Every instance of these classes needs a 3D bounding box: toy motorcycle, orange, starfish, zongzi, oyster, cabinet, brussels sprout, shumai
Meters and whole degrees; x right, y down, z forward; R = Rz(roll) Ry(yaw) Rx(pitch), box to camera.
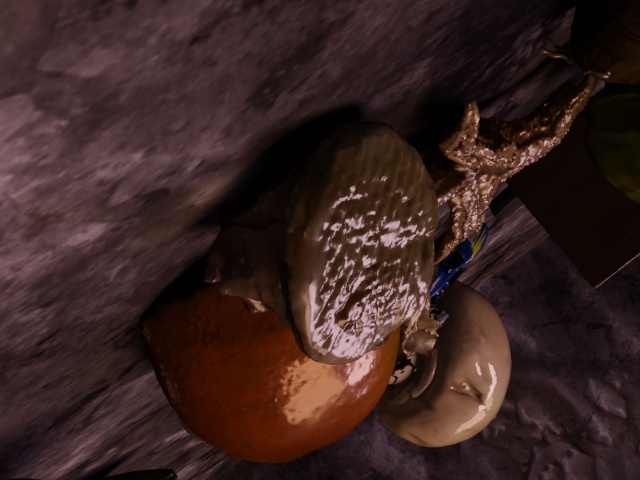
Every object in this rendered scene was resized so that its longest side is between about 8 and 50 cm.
[{"bbox_3d":[0.167,0.078,1.682,0.315,0.113,0.169,-40,163,-33],"label":"toy motorcycle"},{"bbox_3d":[-0.047,0.091,1.006,0.274,0.274,0.310,-30,141,-29],"label":"orange"},{"bbox_3d":[0.116,-0.059,1.018,0.293,0.084,0.301,-16,156,-52],"label":"starfish"},{"bbox_3d":[0.319,-0.240,0.848,0.241,0.111,0.248,-42,175,-4],"label":"zongzi"},{"bbox_3d":[0.074,0.124,1.336,0.198,0.133,0.337,-37,170,-21],"label":"oyster"},{"bbox_3d":[0.349,-0.072,1.320,0.148,0.215,0.175,-40,169,18],"label":"cabinet"},{"bbox_3d":[0.422,-0.151,1.111,0.294,0.259,0.227,16,167,-26],"label":"brussels sprout"},{"bbox_3d":[0.000,0.000,0.813,0.201,0.120,0.201,-20,116,-46],"label":"shumai"}]

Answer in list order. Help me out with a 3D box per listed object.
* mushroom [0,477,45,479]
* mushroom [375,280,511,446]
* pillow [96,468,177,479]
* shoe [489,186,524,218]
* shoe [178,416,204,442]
[{"bbox_3d":[-0.336,0.408,1.002,0.362,0.294,0.362,-34,167,-9],"label":"mushroom"},{"bbox_3d":[0.166,0.206,1.836,0.336,0.314,0.314,12,136,-42],"label":"mushroom"},{"bbox_3d":[-0.349,0.430,1.553,0.250,0.106,0.186,-37,169,27],"label":"pillow"},{"bbox_3d":[0.384,-0.090,1.683,0.108,0.093,0.241,-23,164,-44],"label":"shoe"},{"bbox_3d":[-0.074,0.154,1.262,0.227,0.099,0.125,-41,166,2],"label":"shoe"}]
